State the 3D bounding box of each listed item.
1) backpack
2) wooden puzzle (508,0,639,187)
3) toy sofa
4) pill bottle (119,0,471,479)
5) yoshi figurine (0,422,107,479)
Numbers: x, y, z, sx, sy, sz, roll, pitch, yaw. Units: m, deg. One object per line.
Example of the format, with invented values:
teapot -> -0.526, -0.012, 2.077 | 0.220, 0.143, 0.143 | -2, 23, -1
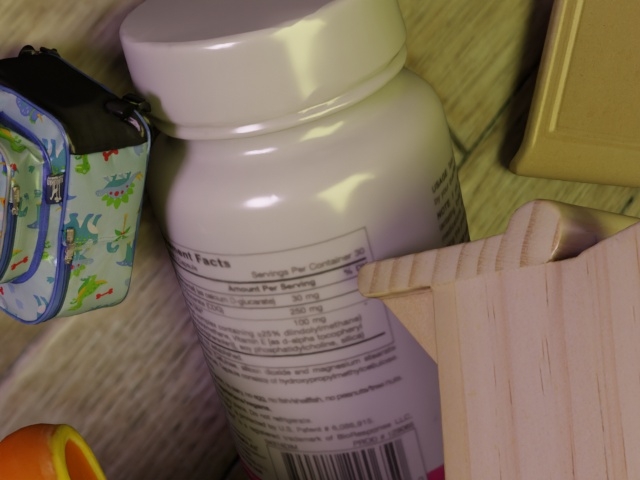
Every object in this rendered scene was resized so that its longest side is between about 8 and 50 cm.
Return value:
backpack -> -0.138, -0.020, 0.511 | 0.084, 0.105, 0.114 | -18, 127, -41
wooden puzzle -> 0.238, -0.156, 0.800 | 0.221, 0.044, 0.239 | 2, 108, -38
toy sofa -> 0.132, 0.170, 0.446 | 0.150, 0.177, 0.363 | 8, 74, -41
pill bottle -> 0.000, 0.000, 0.587 | 0.160, 0.160, 0.283 | -30, 122, -26
yoshi figurine -> -0.254, 0.189, 0.415 | 0.362, 0.203, 0.203 | -24, 165, 3
